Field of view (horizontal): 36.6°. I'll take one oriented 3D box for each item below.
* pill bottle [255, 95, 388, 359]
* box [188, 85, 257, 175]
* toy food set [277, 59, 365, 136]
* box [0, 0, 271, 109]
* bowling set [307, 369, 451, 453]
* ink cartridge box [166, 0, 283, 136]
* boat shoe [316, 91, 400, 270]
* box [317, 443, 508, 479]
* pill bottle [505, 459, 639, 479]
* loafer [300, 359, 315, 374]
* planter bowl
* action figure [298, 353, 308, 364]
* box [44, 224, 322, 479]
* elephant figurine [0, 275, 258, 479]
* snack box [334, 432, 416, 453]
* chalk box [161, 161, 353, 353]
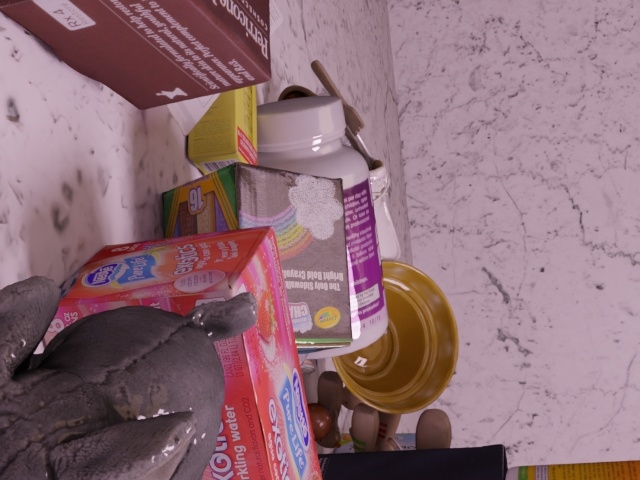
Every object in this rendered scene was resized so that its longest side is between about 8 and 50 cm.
[{"bbox_3d":[-0.014,-0.020,1.201,0.169,0.169,0.301,-61,144,-70],"label":"pill bottle"},{"bbox_3d":[-0.109,-0.185,1.093,0.087,0.058,0.232,56,31,-67],"label":"box"},{"bbox_3d":[-0.023,-0.142,1.291,0.132,0.038,0.192,56,-33,11],"label":"toy food set"},{"bbox_3d":[-0.138,-0.322,0.776,0.191,0.143,0.381,34,52,-63],"label":"box"},{"bbox_3d":[0.043,0.281,1.439,0.287,0.200,0.154,42,-45,53],"label":"bowling set"},{"bbox_3d":[-0.138,-0.233,0.951,0.181,0.056,0.224,60,43,-30],"label":"ink cartridge box"},{"bbox_3d":[0.051,-0.081,1.373,0.277,0.096,0.098,60,40,-12],"label":"boat shoe"},{"bbox_3d":[0.112,0.443,1.278,0.183,0.294,0.296,-64,146,-69],"label":"box"},{"bbox_3d":[0.352,0.335,1.161,0.136,0.246,0.136,-7,90,-75],"label":"pill bottle"},{"bbox_3d":[-0.038,0.159,1.317,0.125,0.045,0.039,39,39,-70],"label":"loafer"},{"bbox_3d":[0.086,0.143,1.395,0.090,0.217,0.217,-23,-112,60],"label":"planter bowl"},{"bbox_3d":[-0.073,0.194,1.015,0.285,0.099,0.185,-72,161,-55],"label":"action figure"},{"bbox_3d":[-0.095,0.155,0.772,0.142,0.154,0.300,-65,146,-69],"label":"box"},{"bbox_3d":[-0.142,0.109,0.516,0.239,0.169,0.186,44,47,-78],"label":"elephant figurine"},{"bbox_3d":[0.105,0.378,1.568,0.207,0.175,0.070,-45,131,-77],"label":"snack box"},{"bbox_3d":[-0.061,0.049,0.921,0.132,0.132,0.213,6,77,-39],"label":"chalk box"}]
